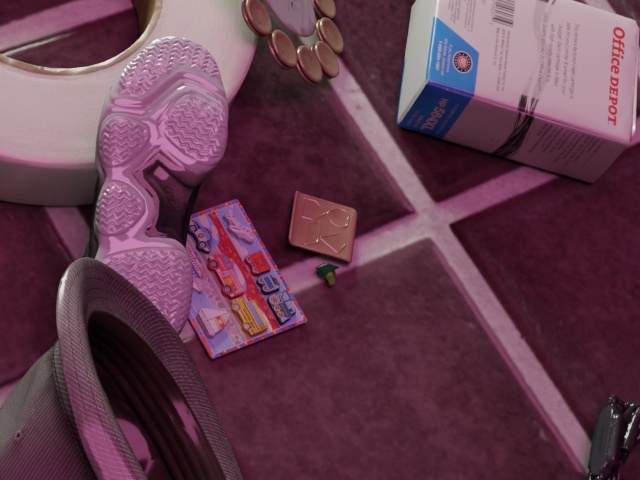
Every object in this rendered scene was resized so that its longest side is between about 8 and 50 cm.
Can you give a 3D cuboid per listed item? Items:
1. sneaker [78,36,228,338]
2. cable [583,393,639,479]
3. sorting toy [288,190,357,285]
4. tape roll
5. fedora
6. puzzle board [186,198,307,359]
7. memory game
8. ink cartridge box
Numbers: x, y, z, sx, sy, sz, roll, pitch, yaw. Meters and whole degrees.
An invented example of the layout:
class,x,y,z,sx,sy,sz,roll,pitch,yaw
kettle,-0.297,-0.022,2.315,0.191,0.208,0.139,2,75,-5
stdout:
class,x,y,z,sx,sy,sz,roll,pitch,yaw
sneaker,-0.147,-0.024,1.599,0.101,0.153,0.268,13,69,-13
cable,0.294,0.223,1.700,0.151,0.047,0.184,23,53,-13
sorting toy,0.000,0.000,1.732,0.062,0.012,0.083,19,53,-15
tape roll,-0.246,-0.211,1.728,0.392,0.072,0.392,10,59,-16
fedora,-0.150,0.161,1.392,0.124,0.244,0.275,-31,60,10
puzzle board,-0.081,0.031,1.685,0.096,0.011,0.128,-20,69,-29
memory game,-0.036,-0.223,1.790,0.186,0.012,0.186,42,34,-38
ink cartridge box,0.185,-0.155,1.849,0.203,0.086,0.148,17,57,-12
